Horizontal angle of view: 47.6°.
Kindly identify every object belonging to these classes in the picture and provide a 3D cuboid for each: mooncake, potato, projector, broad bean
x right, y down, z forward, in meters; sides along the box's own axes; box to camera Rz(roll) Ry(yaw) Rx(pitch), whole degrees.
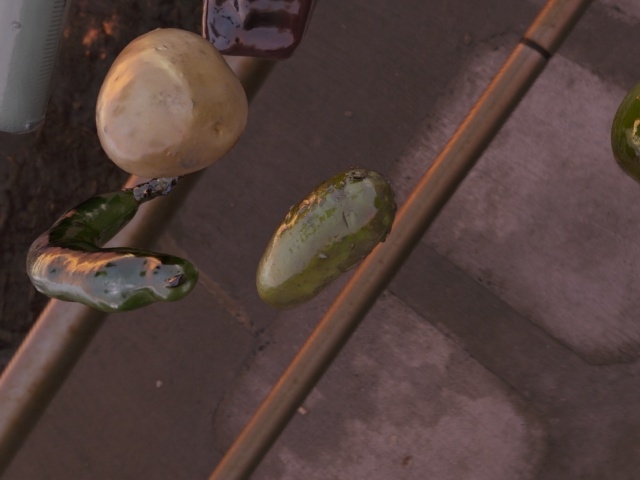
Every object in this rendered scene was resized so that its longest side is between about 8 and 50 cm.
[{"bbox_3d":[-0.075,-0.415,1.003,0.174,0.334,0.326,7,108,-6],"label":"mooncake"},{"bbox_3d":[-0.115,-0.100,0.545,0.112,0.112,0.147,-30,26,19],"label":"potato"},{"bbox_3d":[-0.379,-0.298,0.936,0.108,0.108,0.338,53,132,27],"label":"projector"},{"bbox_3d":[0.000,0.000,0.985,0.251,0.149,0.113,-42,73,24],"label":"potato"},{"bbox_3d":[-0.174,0.000,0.597,0.144,0.292,0.049,-22,112,-4],"label":"broad bean"}]

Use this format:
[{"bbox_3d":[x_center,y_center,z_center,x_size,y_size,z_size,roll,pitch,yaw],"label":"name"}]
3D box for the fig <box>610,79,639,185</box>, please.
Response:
[{"bbox_3d":[0.390,-0.108,0.701,0.181,0.181,0.191,41,106,29],"label":"fig"}]
